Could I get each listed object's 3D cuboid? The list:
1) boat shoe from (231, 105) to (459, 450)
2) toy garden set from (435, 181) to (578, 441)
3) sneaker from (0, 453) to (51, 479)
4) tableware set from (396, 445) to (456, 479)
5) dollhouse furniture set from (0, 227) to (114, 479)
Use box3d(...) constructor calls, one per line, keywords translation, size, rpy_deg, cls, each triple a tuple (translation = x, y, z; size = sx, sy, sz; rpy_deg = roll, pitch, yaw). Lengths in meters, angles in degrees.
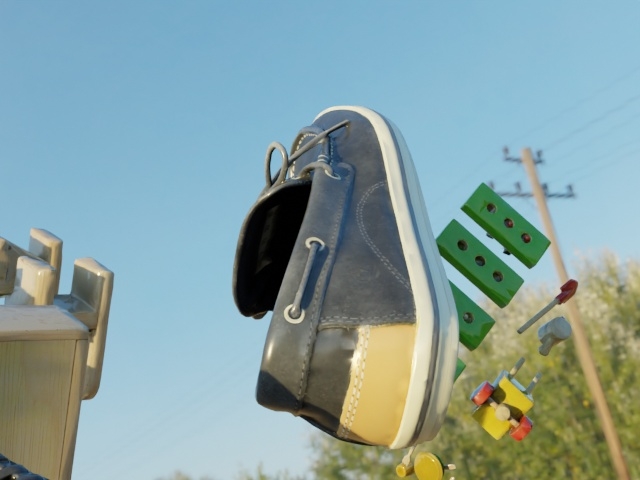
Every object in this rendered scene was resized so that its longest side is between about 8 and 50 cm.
box3d(translation=(0.000, 0.000, 0.939), size=(0.156, 0.500, 0.187), rpy_deg=(6, -63, -8), cls="boat shoe")
box3d(translation=(0.187, 0.086, 1.153), size=(0.244, 0.204, 0.049), rpy_deg=(-48, -1, -31), cls="toy garden set")
box3d(translation=(-0.201, 0.127, 0.546), size=(0.295, 0.147, 0.104), rpy_deg=(-9, 13, 46), cls="sneaker")
box3d(translation=(0.161, 0.346, 1.378), size=(0.024, 0.154, 0.104), rpy_deg=(-12, -44, -45), cls="tableware set")
box3d(translation=(-0.371, 0.144, 0.931), size=(0.362, 0.257, 0.394), rpy_deg=(3, 11, -37), cls="dollhouse furniture set")
